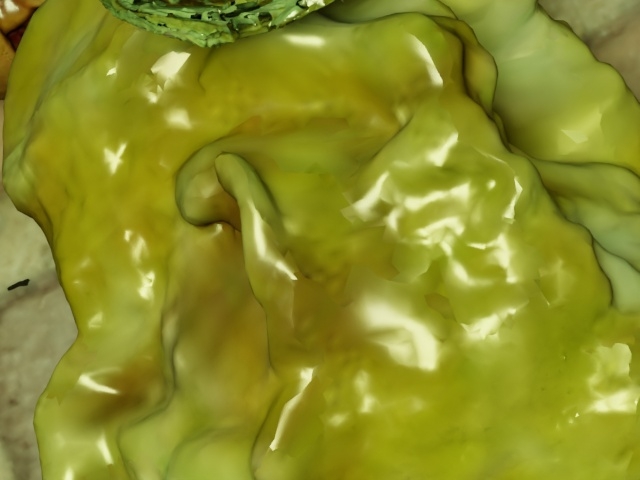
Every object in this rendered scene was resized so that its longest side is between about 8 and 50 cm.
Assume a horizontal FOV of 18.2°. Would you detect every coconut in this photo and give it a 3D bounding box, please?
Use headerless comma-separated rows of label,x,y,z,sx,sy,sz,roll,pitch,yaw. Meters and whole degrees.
coconut,-0.025,-0.135,0.834,0.158,0.055,0.133,-32,41,-8

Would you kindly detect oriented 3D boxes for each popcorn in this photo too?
popcorn,0.010,0.004,0.940,0.292,0.293,0.334,-38,44,38

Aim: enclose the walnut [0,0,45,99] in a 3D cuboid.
walnut,-0.128,-0.156,1.025,0.207,0.116,0.116,-45,81,-1
